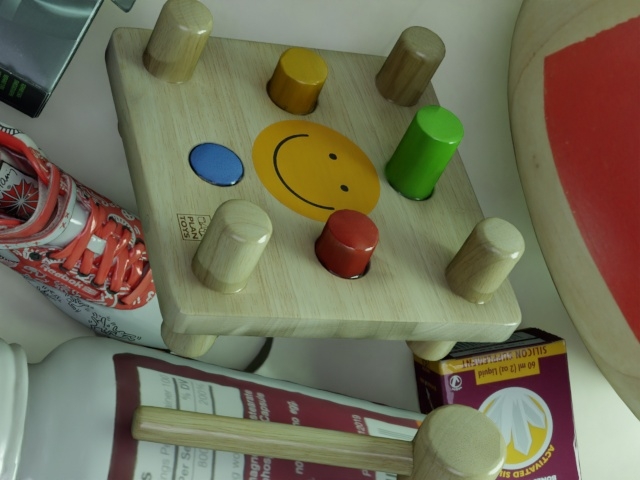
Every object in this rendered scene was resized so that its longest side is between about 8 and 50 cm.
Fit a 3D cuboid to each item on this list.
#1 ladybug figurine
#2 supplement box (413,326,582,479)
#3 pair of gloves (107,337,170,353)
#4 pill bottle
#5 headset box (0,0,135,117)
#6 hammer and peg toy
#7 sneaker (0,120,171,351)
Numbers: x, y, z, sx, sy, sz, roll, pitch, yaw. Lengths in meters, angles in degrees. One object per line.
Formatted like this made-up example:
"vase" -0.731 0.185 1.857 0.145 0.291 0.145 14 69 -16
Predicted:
"ladybug figurine" 0.301 -0.033 1.099 0.305 0.162 0.449 -14 80 -34
"supplement box" 0.141 0.171 1.180 0.104 0.081 0.188 -9 96 -11
"pair of gloves" -0.148 0.056 1.151 0.074 0.010 0.083 -15 96 -10
"pill bottle" -0.100 0.193 1.038 0.392 0.224 0.224 15 90 -19
"headset box" -0.241 -0.252 1.038 0.283 0.131 0.246 27 80 -12
"hammer and peg toy" 0.000 0.000 1.003 0.265 0.127 0.361 4 49 -25
"sneaker" -0.178 0.000 1.065 0.270 0.145 0.090 33 83 -8
